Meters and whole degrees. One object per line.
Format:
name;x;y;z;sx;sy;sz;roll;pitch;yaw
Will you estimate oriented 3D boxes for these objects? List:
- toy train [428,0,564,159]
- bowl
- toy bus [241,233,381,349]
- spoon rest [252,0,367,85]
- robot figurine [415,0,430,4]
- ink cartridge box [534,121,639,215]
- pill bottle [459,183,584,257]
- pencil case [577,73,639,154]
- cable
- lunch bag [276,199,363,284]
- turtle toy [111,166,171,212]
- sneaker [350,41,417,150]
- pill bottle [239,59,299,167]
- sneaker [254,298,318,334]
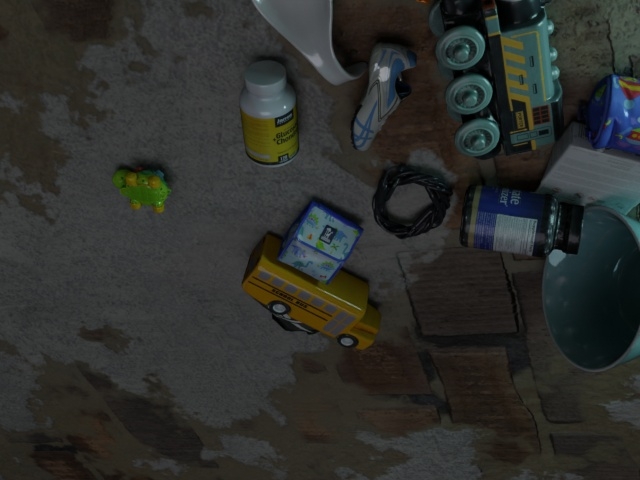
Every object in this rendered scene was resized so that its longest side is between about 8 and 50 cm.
toy train;0.290;-0.277;1.402;0.190;0.142;0.334;-12;132;9
bowl;0.578;0.095;1.642;0.163;0.311;0.311;4;142;-21
toy bus;-0.008;0.119;1.924;0.333;0.108;0.130;27;135;-15
spoon rest;-0.014;-0.359;1.415;0.137;0.084;0.276;-17;131;29
robot figurine;0.132;-0.490;1.232;0.211;0.085;0.291;11;139;1
ink cartridge box;0.509;-0.119;1.589;0.189;0.066;0.232;14;161;-1
pill bottle;0.380;-0.034;1.632;0.219;0.122;0.122;8;139;13
pencil case;0.589;-0.183;1.429;0.306;0.119;0.133;13;120;0
cable;0.181;-0.073;1.719;0.151;0.047;0.184;9;136;-3
lunch bag;0.000;0.000;1.807;0.129;0.096;0.151;28;122;-13
turtle toy;-0.371;-0.115;1.786;0.130;0.066;0.095;9;137;5
sneaker;0.107;-0.241;1.514;0.086;0.085;0.237;18;140;1
pill bottle;-0.093;-0.229;1.562;0.103;0.103;0.184;6;139;8
sneaker;-0.085;0.161;2.011;0.234;0.078;0.106;25;135;-17
